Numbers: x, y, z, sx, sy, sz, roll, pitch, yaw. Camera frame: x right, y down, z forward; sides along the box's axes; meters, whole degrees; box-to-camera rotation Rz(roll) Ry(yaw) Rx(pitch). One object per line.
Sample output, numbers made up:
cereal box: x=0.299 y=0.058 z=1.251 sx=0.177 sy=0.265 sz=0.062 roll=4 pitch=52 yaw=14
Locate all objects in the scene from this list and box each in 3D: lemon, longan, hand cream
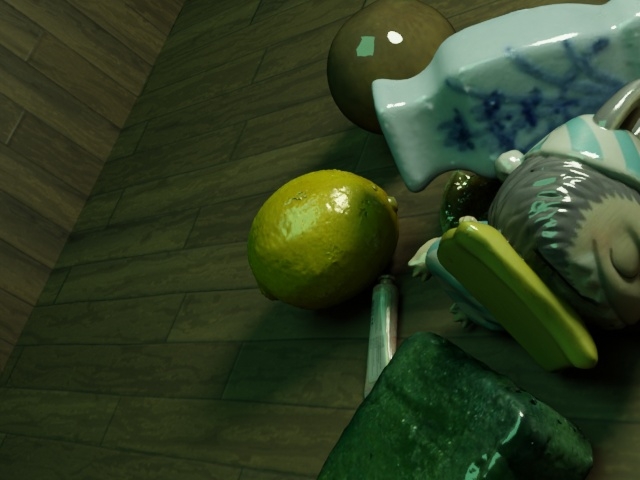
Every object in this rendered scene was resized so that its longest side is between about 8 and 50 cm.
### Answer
lemon: x=0.004 y=-0.003 z=1.713 sx=0.263 sy=0.236 sz=0.236 roll=-35 pitch=30 yaw=-13
longan: x=0.134 y=-0.320 z=1.823 sx=0.258 sy=0.258 sz=0.258 roll=-33 pitch=38 yaw=30
hand cream: x=0.103 y=0.153 z=1.619 sx=0.067 sy=0.043 sz=0.209 roll=-24 pitch=48 yaw=42

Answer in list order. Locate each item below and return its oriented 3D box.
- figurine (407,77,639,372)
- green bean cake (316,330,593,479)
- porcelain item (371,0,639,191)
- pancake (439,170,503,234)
figurine: x=0.350 y=-0.031 z=1.345 sx=0.378 sy=0.266 sz=0.361 roll=-41 pitch=12 yaw=-11
green bean cake: x=0.160 y=0.306 z=1.282 sx=0.308 sy=0.169 sz=0.300 roll=-55 pitch=30 yaw=0
porcelain item: x=0.294 y=-0.216 z=1.473 sx=0.405 sy=0.242 sz=0.178 roll=-19 pitch=21 yaw=14
pancake: x=0.290 y=-0.080 z=1.593 sx=0.253 sy=0.037 sz=0.253 roll=-33 pitch=37 yaw=29
